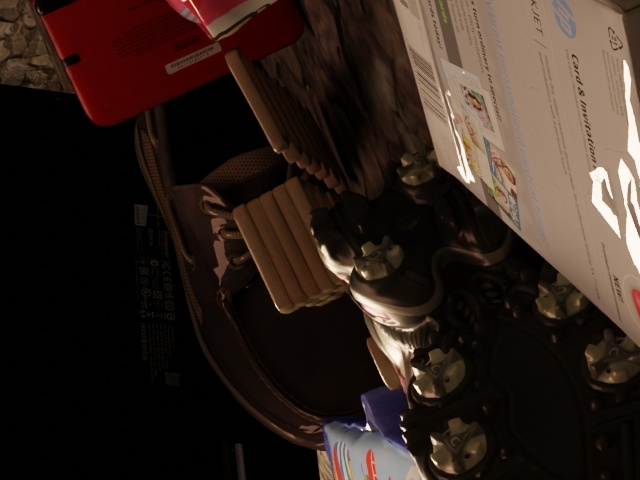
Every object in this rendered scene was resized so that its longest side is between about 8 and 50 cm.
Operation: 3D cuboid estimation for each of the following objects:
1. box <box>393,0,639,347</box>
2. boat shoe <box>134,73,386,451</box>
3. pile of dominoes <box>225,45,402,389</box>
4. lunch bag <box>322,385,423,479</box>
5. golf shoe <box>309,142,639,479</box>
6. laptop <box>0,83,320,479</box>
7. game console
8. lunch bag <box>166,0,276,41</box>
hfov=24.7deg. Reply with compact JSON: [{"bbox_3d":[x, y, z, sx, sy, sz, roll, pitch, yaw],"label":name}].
[{"bbox_3d":[0.080,-0.053,0.502,0.186,0.038,0.145,52,164,55],"label":"box"},{"bbox_3d":[-0.053,-0.010,1.035,0.355,0.132,0.130,57,168,31],"label":"boat shoe"},{"bbox_3d":[0.000,0.000,0.845,0.196,0.040,0.251,64,-173,7],"label":"pile of dominoes"},{"bbox_3d":[0.094,0.219,0.852,0.221,0.138,0.293,176,73,-76],"label":"lunch bag"},{"bbox_3d":[0.087,0.064,0.630,0.120,0.105,0.273,60,-177,-35],"label":"golf shoe"},{"bbox_3d":[-0.158,0.103,1.168,0.236,0.407,0.382,117,153,-46],"label":"laptop"},{"bbox_3d":[-0.101,-0.150,0.895,0.124,0.144,0.085,65,171,-8],"label":"game console"},{"bbox_3d":[-0.095,-0.236,0.689,0.293,0.120,0.258,57,176,32],"label":"lunch bag"}]
